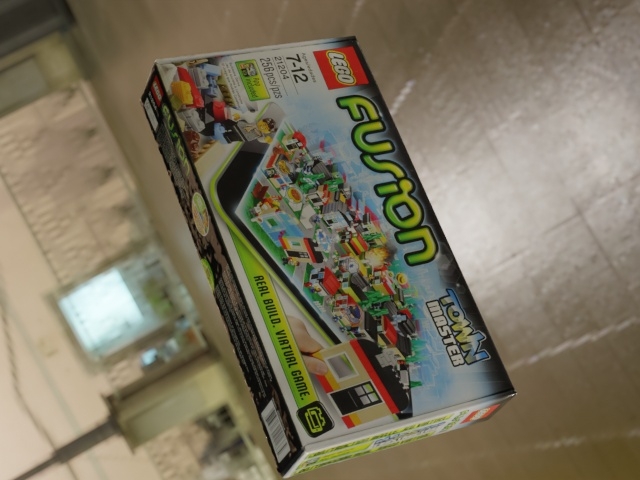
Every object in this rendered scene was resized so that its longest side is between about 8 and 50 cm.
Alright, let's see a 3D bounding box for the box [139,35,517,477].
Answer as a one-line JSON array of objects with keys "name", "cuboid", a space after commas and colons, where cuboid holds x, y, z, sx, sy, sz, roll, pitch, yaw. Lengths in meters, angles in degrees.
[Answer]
[{"name": "box", "cuboid": [0.000, 0.000, 0.668, 0.207, 0.114, 0.036, 67, 152, 21]}]
